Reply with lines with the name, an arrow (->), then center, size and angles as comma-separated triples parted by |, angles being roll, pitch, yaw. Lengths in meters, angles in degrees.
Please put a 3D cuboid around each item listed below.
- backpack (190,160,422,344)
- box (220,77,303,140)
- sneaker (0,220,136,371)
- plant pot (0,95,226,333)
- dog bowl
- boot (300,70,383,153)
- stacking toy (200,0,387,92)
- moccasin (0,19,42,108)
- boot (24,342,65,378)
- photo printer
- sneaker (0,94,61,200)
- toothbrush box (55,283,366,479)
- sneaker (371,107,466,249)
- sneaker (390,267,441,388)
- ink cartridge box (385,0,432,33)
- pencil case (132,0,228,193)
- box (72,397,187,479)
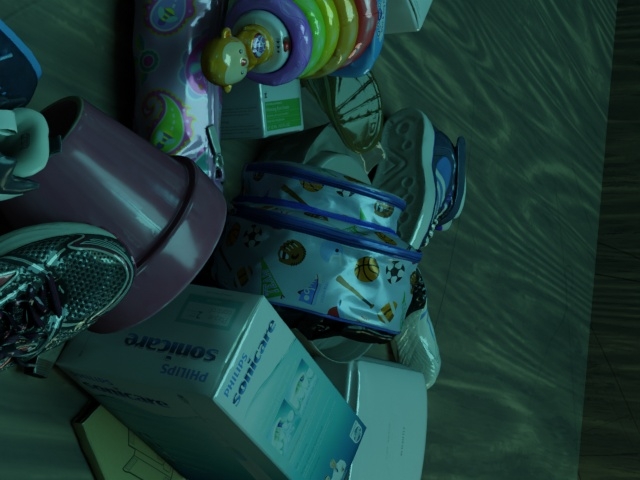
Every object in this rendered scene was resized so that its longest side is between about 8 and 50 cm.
backpack -> -0.004, 0.020, 1.270 | 0.276, 0.263, 0.213 | 9, 99, -18
box -> -0.090, -0.177, 1.397 | 0.101, 0.102, 0.087 | -20, 107, -58
sneaker -> -0.287, 0.079, 0.928 | 0.299, 0.112, 0.121 | -26, 117, -29
plant pot -> -0.225, -0.037, 1.087 | 0.180, 0.201, 0.201 | 47, 49, -32
dog bowl -> 0.000, 0.000, 1.570 | 0.349, 0.102, 0.349 | -6, 97, -60
boot -> -0.006, -0.216, 1.464 | 0.077, 0.165, 0.213 | -32, 107, -25
stacking toy -> -0.049, -0.235, 1.210 | 0.302, 0.165, 0.175 | -46, 144, -56
moccasin -> -0.383, -0.177, 0.866 | 0.342, 0.137, 0.117 | 32, 67, -42
boot -> -0.301, 0.086, 1.096 | 0.118, 0.042, 0.087 | 40, 51, -56
photo printer -> 0.076, 0.313, 1.717 | 0.307, 0.107, 0.256 | 23, 72, -59
sneaker -> -0.289, -0.054, 0.901 | 0.235, 0.153, 0.094 | 109, -31, -64
toothbrush box -> -0.112, 0.174, 1.204 | 0.295, 0.216, 0.126 | 54, 51, -46
sneaker -> 0.176, -0.042, 1.857 | 0.236, 0.130, 0.323 | 45, 47, -48
sneaker -> 0.156, 0.145, 1.899 | 0.086, 0.085, 0.237 | -83, 163, -74
ink cartridge box -> 0.102, -0.420, 1.674 | 0.092, 0.158, 0.218 | 62, 40, -41
pencil case -> -0.160, -0.187, 1.252 | 0.124, 0.124, 0.284 | 2, 89, -61
box -> -0.208, 0.242, 1.287 | 0.164, 0.021, 0.201 | -51, 133, -48
